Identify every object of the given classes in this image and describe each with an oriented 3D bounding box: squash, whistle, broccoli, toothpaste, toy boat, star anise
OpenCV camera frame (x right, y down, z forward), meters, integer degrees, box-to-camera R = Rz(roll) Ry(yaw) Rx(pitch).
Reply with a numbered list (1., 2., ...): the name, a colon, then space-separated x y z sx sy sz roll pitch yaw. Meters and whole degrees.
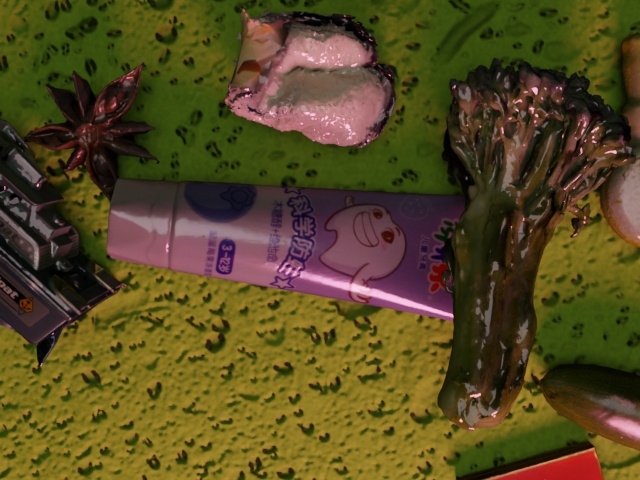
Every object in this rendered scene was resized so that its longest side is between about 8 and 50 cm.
1. squash: 0.325 0.172 0.723 0.258 0.069 0.069 23 94 0
2. whistle: 0.301 -0.087 0.713 0.104 0.057 0.198 -7 94 1
3. broccoli: 0.156 0.006 0.659 0.165 0.145 0.303 15 82 -1
4. toothpaste: 0.000 0.000 0.728 0.372 0.080 0.125 7 90 -7
5. toy boat: -0.305 -0.038 0.704 0.122 0.114 0.296 -44 92 10
6. star anise: -0.195 -0.109 0.724 0.124 0.056 0.129 36 109 -3

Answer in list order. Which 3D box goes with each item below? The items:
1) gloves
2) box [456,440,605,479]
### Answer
1. gloves: -0.005 -0.146 0.713 0.153 0.070 0.114 13 85 -6
2. box: 0.205 0.251 0.753 0.133 0.023 0.090 -16 95 3
